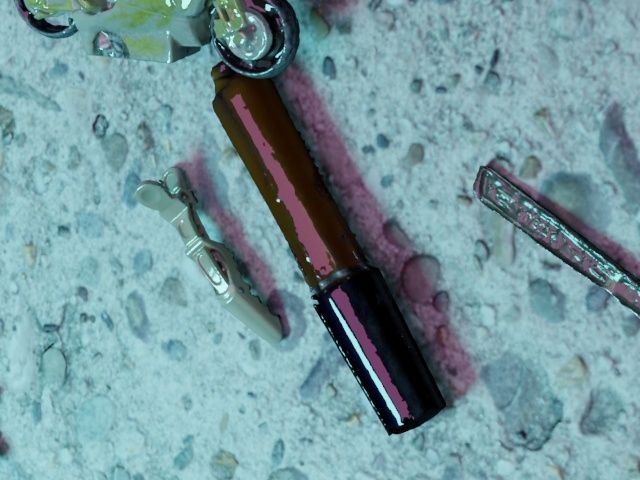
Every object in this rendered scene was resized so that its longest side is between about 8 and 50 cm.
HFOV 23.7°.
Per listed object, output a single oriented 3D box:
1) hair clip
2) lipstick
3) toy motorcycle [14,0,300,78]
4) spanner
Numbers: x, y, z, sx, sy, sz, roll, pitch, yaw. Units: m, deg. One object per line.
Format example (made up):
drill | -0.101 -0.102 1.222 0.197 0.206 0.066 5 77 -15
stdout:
hair clip | -0.117 0.019 1.597 0.034 0.072 0.226 -40 78 28
lipstick | 0.000 0.000 1.530 0.077 0.077 0.418 -33 79 27
toy motorcycle | -0.173 -0.284 1.517 0.341 0.108 0.223 11 115 25
spanner | 0.270 0.030 1.421 0.325 0.026 0.093 39 110 20
